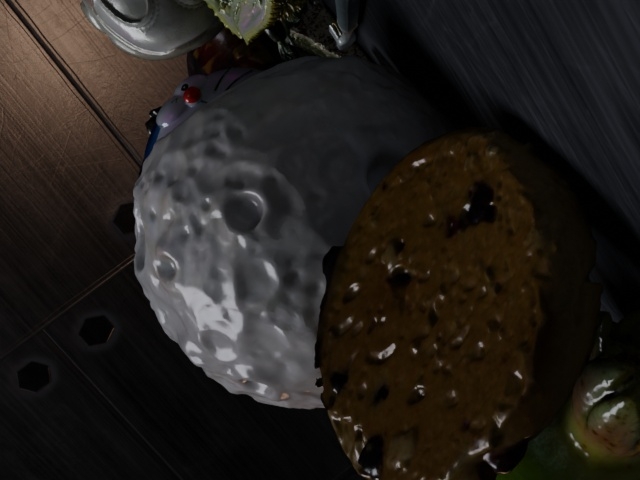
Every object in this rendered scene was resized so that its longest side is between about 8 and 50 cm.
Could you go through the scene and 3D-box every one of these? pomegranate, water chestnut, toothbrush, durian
[{"bbox_3d":[0.204,0.153,1.132,0.236,0.236,0.302,53,153,10],"label":"pomegranate"},{"bbox_3d":[-0.091,-0.168,1.955,0.300,0.300,0.300,53,180,1],"label":"water chestnut"},{"bbox_3d":[0.025,-0.223,1.447,0.030,0.025,0.342,56,180,-1],"label":"toothbrush"},{"bbox_3d":[-0.068,-0.298,1.556,0.146,0.102,0.208,51,157,-16],"label":"durian"}]

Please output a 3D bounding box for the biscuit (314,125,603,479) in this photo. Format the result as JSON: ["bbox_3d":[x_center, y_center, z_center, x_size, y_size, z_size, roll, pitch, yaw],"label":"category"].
[{"bbox_3d":[0.098,0.055,1.084,0.075,0.296,0.296,18,-160,-31],"label":"biscuit"}]

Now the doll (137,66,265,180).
[{"bbox_3d":[-0.065,-0.079,1.697,0.310,0.284,0.240,15,151,27],"label":"doll"}]

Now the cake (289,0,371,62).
[{"bbox_3d":[0.021,-0.204,1.645,0.140,0.055,0.051,51,173,25],"label":"cake"}]

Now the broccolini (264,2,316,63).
[{"bbox_3d":[-0.082,-0.339,1.729,0.074,0.079,0.392,-10,126,42],"label":"broccolini"}]

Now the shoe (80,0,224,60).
[{"bbox_3d":[-0.236,-0.372,1.658,0.351,0.172,0.198,58,175,9],"label":"shoe"}]

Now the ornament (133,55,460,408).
[{"bbox_3d":[0.000,0.000,1.363,0.337,0.337,0.337,53,180,1],"label":"ornament"}]
